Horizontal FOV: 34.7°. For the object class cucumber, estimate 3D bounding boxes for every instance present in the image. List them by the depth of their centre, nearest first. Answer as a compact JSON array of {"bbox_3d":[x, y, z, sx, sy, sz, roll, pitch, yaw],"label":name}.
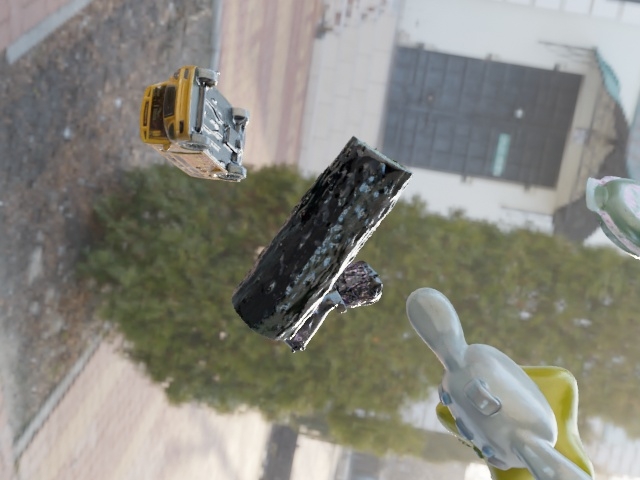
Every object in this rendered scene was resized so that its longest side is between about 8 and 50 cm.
[{"bbox_3d":[-0.002,0.000,0.988,0.211,0.078,0.062,-53,179,21],"label":"cucumber"}]

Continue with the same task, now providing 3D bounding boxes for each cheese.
[{"bbox_3d":[0.226,-0.006,0.687,0.026,0.120,0.067,-45,-156,44],"label":"cheese"}]

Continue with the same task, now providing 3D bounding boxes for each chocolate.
[{"bbox_3d":[0.011,0.079,1.288,0.147,0.070,0.072,-34,108,-39],"label":"chocolate"}]

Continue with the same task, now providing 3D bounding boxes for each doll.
[{"bbox_3d":[0.099,0.089,0.508,0.113,0.071,0.135,47,5,-39],"label":"doll"}]

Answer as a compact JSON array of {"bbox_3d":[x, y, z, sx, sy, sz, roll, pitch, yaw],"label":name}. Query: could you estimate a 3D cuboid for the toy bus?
[{"bbox_3d":[-0.115,-0.104,0.938,0.162,0.074,0.070,44,49,-74],"label":"toy bus"}]
